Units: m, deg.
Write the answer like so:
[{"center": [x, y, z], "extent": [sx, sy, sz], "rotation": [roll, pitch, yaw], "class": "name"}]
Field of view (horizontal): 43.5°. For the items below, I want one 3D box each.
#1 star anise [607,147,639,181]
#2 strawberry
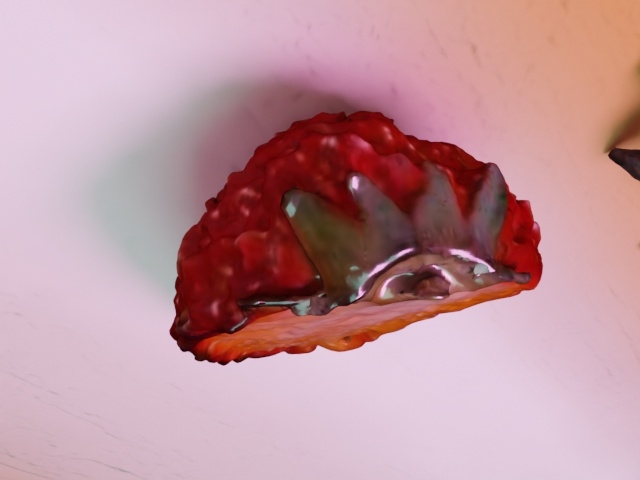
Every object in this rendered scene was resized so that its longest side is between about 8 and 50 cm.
[{"center": [0.253, -0.058, 0.400], "extent": [0.204, 0.061, 0.181], "rotation": [16, 134, 24], "class": "star anise"}, {"center": [0.000, 0.000, 0.437], "extent": [0.190, 0.111, 0.236], "rotation": [-7, 167, -24], "class": "strawberry"}]
